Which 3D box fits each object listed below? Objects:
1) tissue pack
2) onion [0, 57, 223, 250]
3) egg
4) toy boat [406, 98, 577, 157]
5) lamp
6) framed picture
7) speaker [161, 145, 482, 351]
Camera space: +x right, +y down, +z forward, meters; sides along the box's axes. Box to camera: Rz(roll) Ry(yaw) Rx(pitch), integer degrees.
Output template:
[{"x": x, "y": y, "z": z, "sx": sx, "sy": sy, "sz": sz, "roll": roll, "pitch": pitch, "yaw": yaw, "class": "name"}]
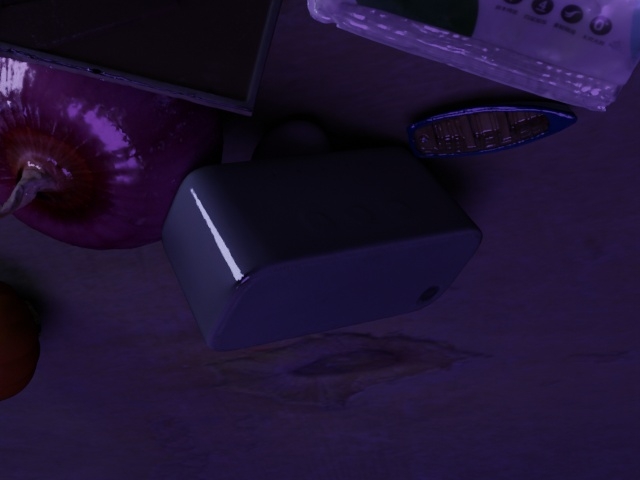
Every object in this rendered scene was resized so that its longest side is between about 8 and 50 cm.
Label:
[{"x": 0.182, "y": -0.319, "z": 1.232, "sx": 0.356, "sy": 0.266, "sz": 0.194, "roll": 17, "pitch": 132, "yaw": -5, "class": "tissue pack"}, {"x": -0.309, "y": -0.125, "z": 1.474, "sx": 0.358, "sy": 0.345, "sz": 0.358, "roll": 11, "pitch": 159, "yaw": 4, "class": "onion"}, {"x": -0.042, "y": -0.111, "z": 1.565, "sx": 0.103, "sy": 0.103, "sz": 0.135, "roll": 31, "pitch": 128, "yaw": -17, "class": "egg"}, {"x": 0.232, "y": -0.158, "z": 1.513, "sx": 0.229, "sy": 0.046, "sz": 0.080, "roll": -9, "pitch": 128, "yaw": 17, "class": "toy boat"}, {"x": -0.562, "y": 0.162, "z": 1.841, "sx": 0.223, "sy": 0.196, "sz": 0.223, "roll": 20, "pitch": 120, "yaw": 38, "class": "lamp"}, {"x": -0.216, "y": -0.297, "z": 1.351, "sx": 0.335, "sy": 0.247, "sz": 0.022, "roll": 13, "pitch": 159, "yaw": -2, "class": "framed picture"}, {"x": 0.000, "y": 0.000, "z": 1.475, "sx": 0.406, "sy": 0.184, "sz": 0.183, "roll": -9, "pitch": 145, "yaw": -37, "class": "speaker"}]
